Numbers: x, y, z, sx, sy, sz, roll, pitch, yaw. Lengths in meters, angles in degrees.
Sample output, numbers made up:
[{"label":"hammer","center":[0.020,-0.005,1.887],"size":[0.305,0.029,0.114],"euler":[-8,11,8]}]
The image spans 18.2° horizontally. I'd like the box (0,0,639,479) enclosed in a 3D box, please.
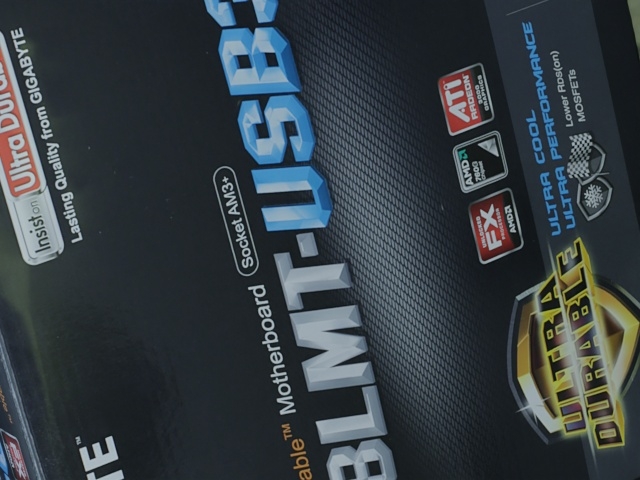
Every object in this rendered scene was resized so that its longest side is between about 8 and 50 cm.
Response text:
[{"label":"box","center":[0.000,0.000,0.781],"size":[0.293,0.073,0.295],"euler":[-21,107,-26]}]
